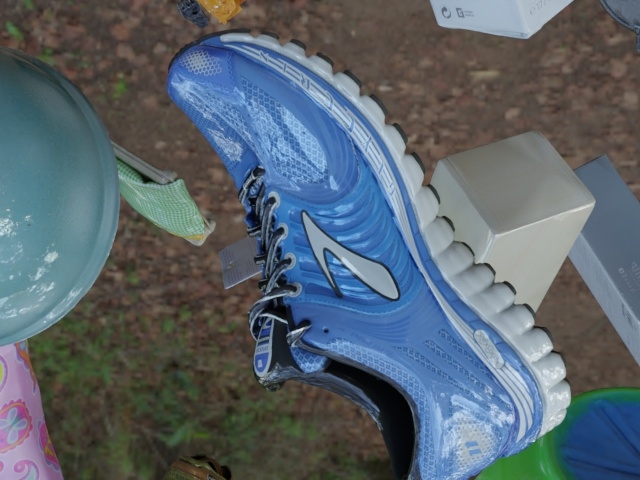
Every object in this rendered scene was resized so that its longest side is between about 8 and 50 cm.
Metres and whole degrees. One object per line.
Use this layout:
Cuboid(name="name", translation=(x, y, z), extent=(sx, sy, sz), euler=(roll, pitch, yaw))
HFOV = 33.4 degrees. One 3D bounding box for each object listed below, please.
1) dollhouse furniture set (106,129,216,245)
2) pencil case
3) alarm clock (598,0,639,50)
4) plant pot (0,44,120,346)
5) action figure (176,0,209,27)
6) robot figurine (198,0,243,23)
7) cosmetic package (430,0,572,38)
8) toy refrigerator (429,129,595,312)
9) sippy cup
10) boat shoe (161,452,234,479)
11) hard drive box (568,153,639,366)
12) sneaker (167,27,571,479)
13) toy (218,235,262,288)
Cuboid(name="dollhouse furniture set", translation=(-0.324, -0.063, 1.535), extent=(0.301, 0.151, 0.197), euler=(31, 168, 23))
Cuboid(name="pencil case", translation=(-0.388, 0.232, 1.293), extent=(0.124, 0.284, 0.124), euler=(-10, -163, 3))
Cuboid(name="alarm clock", translation=(0.337, -0.290, 1.108), extent=(0.129, 0.064, 0.192), euler=(30, 151, 45))
Cuboid(name="plant pot", translation=(-0.344, -0.045, 0.918), extent=(0.293, 0.293, 0.196), euler=(2, 178, 7))
Cuboid(name="action figure", translation=(-0.217, -0.526, 1.946), extent=(0.164, 0.275, 0.141), euler=(-14, 145, -2))
Cuboid(name="robot figurine", translation=(-0.183, -0.446, 1.486), extent=(0.211, 0.085, 0.291), euler=(-26, 124, 34))
Cuboid(name="cosmetic package", translation=(0.190, -0.447, 1.166), extent=(0.156, 0.217, 0.385), euler=(22, 144, 49))
Cuboid(name="toy refrigerator", translation=(0.133, 0.031, 0.941), extent=(0.102, 0.094, 0.269), euler=(-18, 148, -23))
Cuboid(name="sippy cup", translation=(0.301, 0.297, 1.014), extent=(0.305, 0.224, 0.240), euler=(27, -146, 28))
Cuboid(name="boat shoe", translation=(-0.174, 0.393, 1.669), extent=(0.111, 0.104, 0.307), euler=(16, 169, 8))
Cuboid(name="hard drive box", translation=(0.403, 0.031, 1.417), extent=(0.089, 0.232, 0.181), euler=(-28, 150, 2))
Cuboid(name="sneaker", translation=(0.003, 0.014, 0.656), extent=(0.147, 0.330, 0.130), euler=(-36, 172, -17))
Cuboid(name="toy", translation=(0.000, 0.000, 1.253), extent=(0.237, 0.056, 0.137), euler=(-28, -162, 1))
